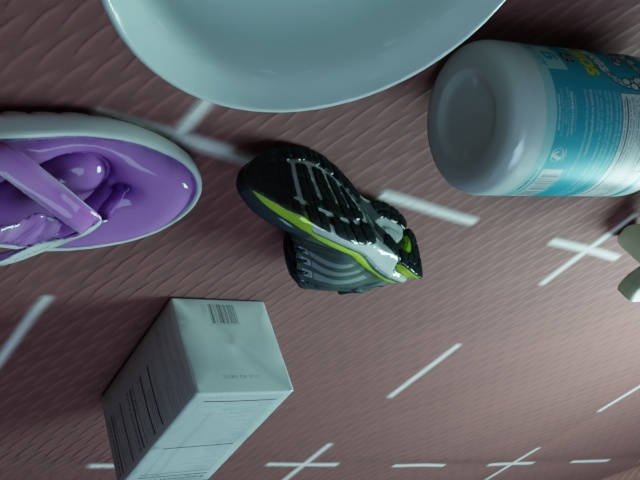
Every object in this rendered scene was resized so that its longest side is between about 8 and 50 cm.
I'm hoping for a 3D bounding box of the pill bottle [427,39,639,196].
[{"bbox_3d":[0.249,-0.117,0.865,0.264,0.146,0.146,-1,143,-29],"label":"pill bottle"}]

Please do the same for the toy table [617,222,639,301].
[{"bbox_3d":[0.525,0.014,1.153,0.274,0.252,0.161,10,122,-24],"label":"toy table"}]

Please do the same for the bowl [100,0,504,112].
[{"bbox_3d":[-0.008,-0.231,0.555,0.298,0.134,0.298,-15,148,-10],"label":"bowl"}]

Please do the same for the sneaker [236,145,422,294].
[{"bbox_3d":[0.000,0.000,0.938,0.121,0.111,0.300,-30,145,21],"label":"sneaker"}]

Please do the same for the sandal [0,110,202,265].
[{"bbox_3d":[-0.291,-0.029,0.725,0.416,0.102,0.169,5,140,-35],"label":"sandal"}]

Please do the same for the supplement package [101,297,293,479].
[{"bbox_3d":[-0.166,0.197,1.106,0.139,0.134,0.244,6,139,-36],"label":"supplement package"}]
